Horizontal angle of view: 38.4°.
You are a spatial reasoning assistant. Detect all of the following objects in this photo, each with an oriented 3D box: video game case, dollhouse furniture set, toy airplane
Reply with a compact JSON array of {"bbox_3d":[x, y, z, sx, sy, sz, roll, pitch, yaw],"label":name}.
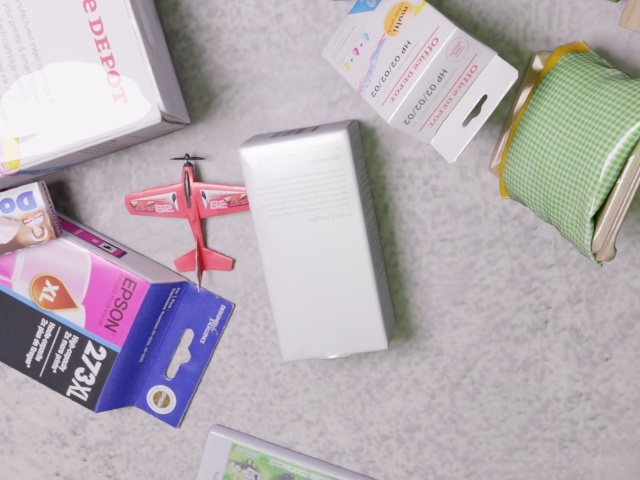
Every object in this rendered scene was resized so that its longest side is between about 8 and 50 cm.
[{"bbox_3d":[-0.051,0.333,1.068,0.212,0.023,0.193,18,106,6],"label":"video game case"},{"bbox_3d":[0.200,-0.159,0.793,0.151,0.197,0.301,12,109,-18],"label":"dollhouse furniture set"},{"bbox_3d":[-0.134,-0.020,0.996,0.151,0.028,0.151,3,104,12],"label":"toy airplane"}]

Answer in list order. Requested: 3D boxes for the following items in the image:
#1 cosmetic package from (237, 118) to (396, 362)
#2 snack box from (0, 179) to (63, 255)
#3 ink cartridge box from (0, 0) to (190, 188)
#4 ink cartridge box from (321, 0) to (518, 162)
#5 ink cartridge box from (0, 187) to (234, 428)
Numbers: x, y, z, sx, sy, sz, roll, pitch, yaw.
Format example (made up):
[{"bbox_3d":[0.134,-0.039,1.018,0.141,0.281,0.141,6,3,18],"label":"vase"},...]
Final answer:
[{"bbox_3d":[0.000,0.000,0.948,0.117,0.085,0.231,-7,104,13],"label":"cosmetic package"},{"bbox_3d":[-0.366,-0.010,0.982,0.178,0.022,0.064,-15,98,13],"label":"snack box"},{"bbox_3d":[-0.311,-0.173,0.909,0.306,0.131,0.226,-16,92,5],"label":"ink cartridge box"},{"bbox_3d":[0.086,-0.164,0.845,0.061,0.181,0.104,20,113,-40],"label":"ink cartridge box"},{"bbox_3d":[-0.299,0.067,1.034,0.371,0.069,0.176,26,106,1],"label":"ink cartridge box"}]
